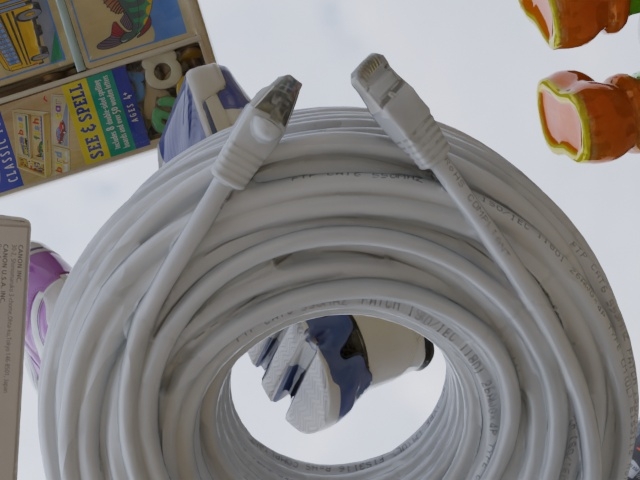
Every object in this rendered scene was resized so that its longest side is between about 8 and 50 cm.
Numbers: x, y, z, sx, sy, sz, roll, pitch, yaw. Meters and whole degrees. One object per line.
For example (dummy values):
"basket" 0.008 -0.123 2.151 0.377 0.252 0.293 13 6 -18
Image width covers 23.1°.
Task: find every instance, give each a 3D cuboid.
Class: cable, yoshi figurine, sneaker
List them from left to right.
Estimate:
"sneaker" -0.216 0.135 1.540 0.102 0.161 0.282 -46 -38 -17
"sneaker" 0.001 0.001 1.291 0.182 0.127 0.315 -14 -117 -32
"cable" 0.006 0.069 0.680 0.257 0.257 0.089 42 -168 -18
"yoshi figurine" 0.319 -0.184 1.113 0.203 0.362 0.203 85 169 -70

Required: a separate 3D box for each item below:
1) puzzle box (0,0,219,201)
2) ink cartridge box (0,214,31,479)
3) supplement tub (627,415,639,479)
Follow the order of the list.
"puzzle box" -0.272 -0.268 1.581 0.052 0.272 0.409 -9 -99 -87
"ink cartridge box" -0.291 0.123 1.146 0.066 0.261 0.296 3 -88 -30
"supplement tub" 0.217 0.166 0.971 0.198 0.106 0.106 -45 -60 -8
